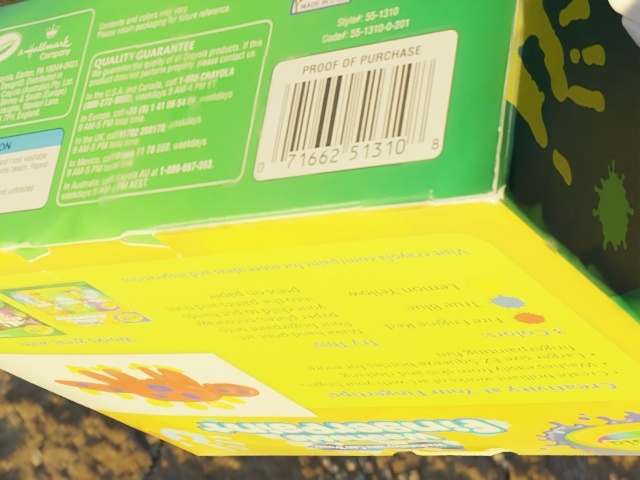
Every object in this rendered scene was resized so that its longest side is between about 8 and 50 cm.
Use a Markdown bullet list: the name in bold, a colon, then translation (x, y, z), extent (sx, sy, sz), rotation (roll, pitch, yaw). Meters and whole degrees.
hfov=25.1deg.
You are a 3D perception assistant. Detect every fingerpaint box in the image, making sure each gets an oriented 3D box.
- **fingerpaint box**: translation (0.000, 0.000, 0.821), extent (0.444, 0.371, 0.163), rotation (-6, 64, 35)

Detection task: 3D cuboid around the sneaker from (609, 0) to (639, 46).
- **sneaker**: translation (0.195, -0.073, 0.449), extent (0.115, 0.281, 0.105), rotation (10, 72, 58)
